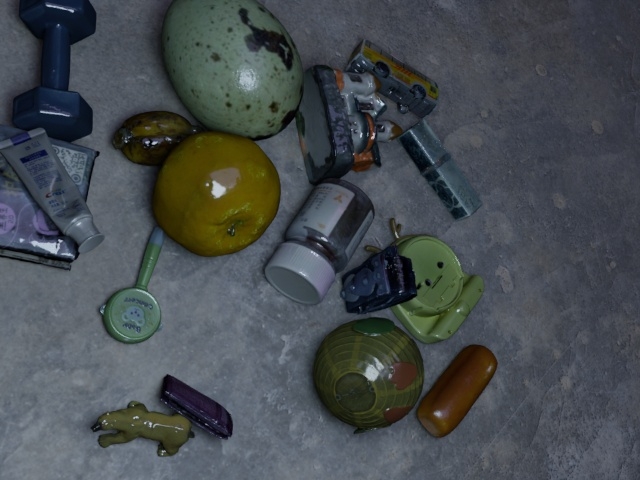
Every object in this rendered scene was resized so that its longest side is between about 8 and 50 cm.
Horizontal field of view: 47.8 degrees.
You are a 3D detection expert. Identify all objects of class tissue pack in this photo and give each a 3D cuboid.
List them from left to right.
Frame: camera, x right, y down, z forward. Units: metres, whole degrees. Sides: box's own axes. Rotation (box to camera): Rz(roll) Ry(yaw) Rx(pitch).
[{"bbox_3d":[-0.636,-0.103,1.403,0.361,0.122,0.259,12,67,-22],"label":"tissue pack"}]

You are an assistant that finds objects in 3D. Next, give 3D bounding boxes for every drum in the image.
[{"bbox_3d":[-0.391,0.089,1.508,0.130,0.049,0.253,6,72,-26],"label":"drum"}]

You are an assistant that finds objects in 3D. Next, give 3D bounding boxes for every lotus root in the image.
[{"bbox_3d":[-0.353,-0.225,1.591,0.209,0.120,0.120,-8,78,-31],"label":"lotus root"}]

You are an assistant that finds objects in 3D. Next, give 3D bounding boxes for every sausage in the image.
[{"bbox_3d":[0.341,0.364,1.779,0.105,0.105,0.274,50,60,-6],"label":"sausage"}]

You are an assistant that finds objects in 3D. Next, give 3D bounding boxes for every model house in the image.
[{"bbox_3d":[0.099,-0.293,1.805,0.301,0.190,0.271,-6,75,-30],"label":"model house"}]

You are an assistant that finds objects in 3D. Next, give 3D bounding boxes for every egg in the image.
[{"bbox_3d":[-0.201,-0.398,1.625,0.287,0.287,0.379,-32,77,-31],"label":"egg"}]

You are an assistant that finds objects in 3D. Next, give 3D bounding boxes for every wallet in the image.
[{"bbox_3d":[-0.251,0.335,1.477,0.166,0.111,0.030,37,97,-15],"label":"wallet"}]

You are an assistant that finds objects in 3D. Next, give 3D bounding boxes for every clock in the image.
[{"bbox_3d":[0.253,0.089,1.821,0.308,0.096,0.235,47,60,-6],"label":"clock"}]

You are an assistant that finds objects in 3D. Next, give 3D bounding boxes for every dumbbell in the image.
[{"bbox_3d":[-0.553,-0.368,1.510,0.144,0.160,0.325,-3,75,1],"label":"dumbbell"}]

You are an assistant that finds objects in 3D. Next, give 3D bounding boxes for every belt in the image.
[{"bbox_3d":[0.133,0.092,1.687,0.122,0.218,0.128,2,70,-31],"label":"belt"}]

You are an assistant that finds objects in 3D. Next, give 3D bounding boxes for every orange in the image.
[{"bbox_3d":[-0.221,-0.102,1.539,0.279,0.279,0.235,-11,51,-30],"label":"orange"}]

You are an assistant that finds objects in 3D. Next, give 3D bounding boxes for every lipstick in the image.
[{"bbox_3d":[0.326,-0.187,1.955,0.076,0.077,0.289,-40,96,-31],"label":"lipstick"}]

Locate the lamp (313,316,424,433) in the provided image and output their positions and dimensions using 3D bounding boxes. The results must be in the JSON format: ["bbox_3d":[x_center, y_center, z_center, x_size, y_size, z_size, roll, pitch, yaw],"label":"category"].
[{"bbox_3d":[0.112,0.289,1.618,0.250,0.250,0.284,57,19,-1],"label":"lamp"}]

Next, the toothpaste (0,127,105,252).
[{"bbox_3d":[-0.506,-0.097,1.375,0.096,0.061,0.266,-30,79,-33],"label":"toothpaste"}]

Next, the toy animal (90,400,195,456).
[{"bbox_3d":[-0.343,0.365,1.418,0.219,0.101,0.103,17,69,-22],"label":"toy animal"}]

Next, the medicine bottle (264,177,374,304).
[{"bbox_3d":[0.000,0.000,1.676,0.165,0.165,0.273,40,61,-12],"label":"medicine bottle"}]

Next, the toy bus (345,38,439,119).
[{"bbox_3d":[0.200,-0.437,1.964,0.268,0.092,0.106,27,54,-17],"label":"toy bus"}]
